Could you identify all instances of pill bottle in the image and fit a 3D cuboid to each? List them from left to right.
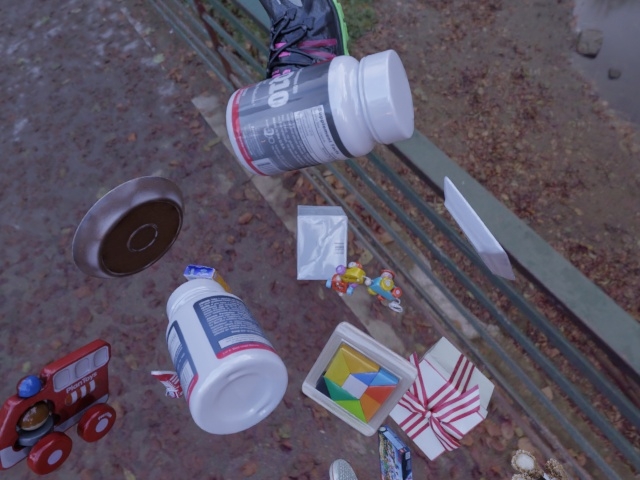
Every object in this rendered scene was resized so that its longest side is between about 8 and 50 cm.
[{"bbox_3d":[-0.122,0.124,0.528,0.108,0.108,0.180,-36,40,-9],"label":"pill bottle"},{"bbox_3d":[0.000,-0.210,0.742,0.283,0.161,0.161,-7,59,26],"label":"pill bottle"}]

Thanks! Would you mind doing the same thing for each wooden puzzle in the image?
[{"bbox_3d":[0.087,0.347,1.087,0.221,0.044,0.239,32,113,9],"label":"wooden puzzle"}]

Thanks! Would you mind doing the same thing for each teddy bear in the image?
[{"bbox_3d":[0.792,0.883,1.542,0.338,0.113,0.245,24,40,-18],"label":"teddy bear"}]

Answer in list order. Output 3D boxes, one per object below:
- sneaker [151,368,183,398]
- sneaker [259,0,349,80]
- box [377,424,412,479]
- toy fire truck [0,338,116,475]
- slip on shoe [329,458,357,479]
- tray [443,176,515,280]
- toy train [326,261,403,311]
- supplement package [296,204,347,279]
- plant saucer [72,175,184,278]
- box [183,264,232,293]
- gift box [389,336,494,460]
[{"bbox_3d":[-0.365,0.346,1.066,0.042,0.118,0.067,0,71,24],"label":"sneaker"},{"bbox_3d":[-0.042,-0.436,1.044,0.185,0.483,0.202,-5,28,50],"label":"sneaker"},{"bbox_3d":[0.276,0.832,1.640,0.044,0.233,0.159,-11,15,-23],"label":"box"},{"bbox_3d":[-0.677,0.415,1.129,0.169,0.254,0.302,20,25,25],"label":"toy fire truck"},{"bbox_3d":[0.051,0.727,1.099,0.101,0.123,0.331,-15,71,28],"label":"slip on shoe"},{"bbox_3d":[0.264,-0.005,0.742,0.030,0.270,0.145,-35,64,15],"label":"tray"},{"bbox_3d":[0.088,0.083,0.874,0.166,0.125,0.046,16,64,22],"label":"toy train"},{"bbox_3d":[0.000,0.000,1.378,0.149,0.203,0.194,1,104,-3],"label":"supplement package"},{"bbox_3d":[-0.456,-0.017,1.109,0.050,0.310,0.310,38,75,17],"label":"plant saucer"},{"bbox_3d":[-0.291,0.106,1.138,0.081,0.136,0.028,3,60,16],"label":"box"},{"bbox_3d":[0.355,0.453,1.337,0.255,0.258,0.276,40,115,19],"label":"gift box"}]
